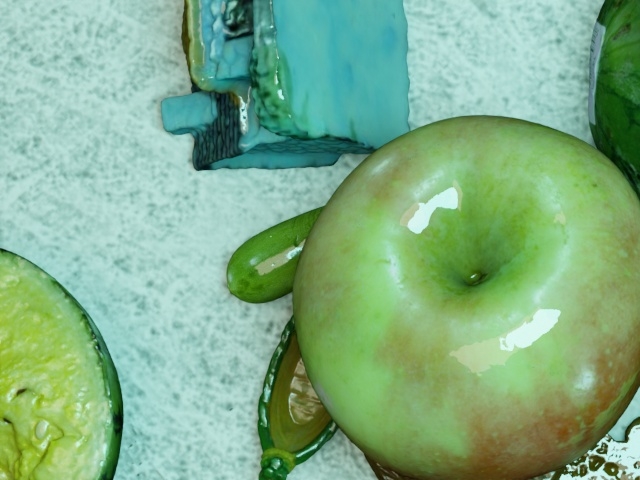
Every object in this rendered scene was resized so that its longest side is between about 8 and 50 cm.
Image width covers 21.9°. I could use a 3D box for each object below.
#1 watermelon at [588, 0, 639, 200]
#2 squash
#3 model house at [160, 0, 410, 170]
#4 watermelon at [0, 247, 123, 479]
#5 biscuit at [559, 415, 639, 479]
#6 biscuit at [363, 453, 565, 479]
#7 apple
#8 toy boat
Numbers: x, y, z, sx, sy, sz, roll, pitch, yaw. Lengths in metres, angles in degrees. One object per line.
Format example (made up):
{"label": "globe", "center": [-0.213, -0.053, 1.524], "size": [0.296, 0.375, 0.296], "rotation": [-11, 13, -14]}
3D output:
{"label": "watermelon", "center": [0.412, -0.135, 1.420], "size": [0.363, 0.363, 0.363], "rotation": [0, 87, 7]}
{"label": "squash", "center": [0.000, 0.000, 1.590], "size": [0.201, 0.066, 0.066], "rotation": [-27, 84, 4]}
{"label": "model house", "center": [-0.066, -0.206, 1.554], "size": [0.241, 0.226, 0.261], "rotation": [-5, 84, 36]}
{"label": "watermelon", "center": [-0.333, 0.177, 1.562], "size": [0.331, 0.189, 0.330], "rotation": [-3, 71, 8]}
{"label": "biscuit", "center": [0.296, 0.285, 1.550], "size": [0.208, 0.041, 0.290], "rotation": [17, 84, 8]}
{"label": "biscuit", "center": [0.136, 0.166, 1.566], "size": [0.212, 0.036, 0.212], "rotation": [-3, 74, 10]}
{"label": "apple", "center": [0.138, 0.060, 1.423], "size": [0.319, 0.277, 0.319], "rotation": [-6, 66, 14]}
{"label": "toy boat", "center": [-0.006, 0.123, 1.572], "size": [0.089, 0.088, 0.229], "rotation": [20, 90, 8]}
